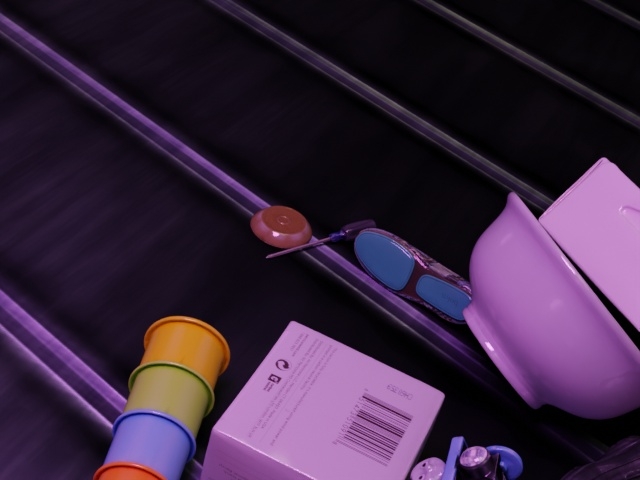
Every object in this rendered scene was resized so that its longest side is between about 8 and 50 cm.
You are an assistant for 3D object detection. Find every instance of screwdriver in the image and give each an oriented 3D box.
[{"bbox_3d":[0.000,0.000,1.377,0.170,0.024,0.025,-15,18,-25],"label":"screwdriver"}]

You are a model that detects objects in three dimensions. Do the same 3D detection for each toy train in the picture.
[{"bbox_3d":[0.147,0.264,0.966,0.105,0.184,0.080,-13,29,25],"label":"toy train"}]

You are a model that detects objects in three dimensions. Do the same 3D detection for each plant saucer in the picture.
[{"bbox_3d":[-0.050,-0.022,1.384,0.084,0.015,0.083,10,39,-8],"label":"plant saucer"}]

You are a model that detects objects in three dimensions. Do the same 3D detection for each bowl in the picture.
[{"bbox_3d":[0.258,0.099,1.204,0.298,0.134,0.298,50,8,-10],"label":"bowl"}]

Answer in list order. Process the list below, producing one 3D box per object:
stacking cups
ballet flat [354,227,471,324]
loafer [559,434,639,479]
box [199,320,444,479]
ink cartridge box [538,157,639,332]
[{"bbox_3d":[-0.164,0.206,0.992,0.096,0.096,0.316,16,37,-1],"label":"stacking cups"},{"bbox_3d":[0.127,0.046,1.338,0.188,0.070,0.070,37,42,21],"label":"ballet flat"},{"bbox_3d":[0.302,0.272,1.098,0.223,0.076,0.078,-17,41,-40],"label":"loafer"},{"bbox_3d":[0.001,0.205,1.037,0.182,0.119,0.181,24,39,11],"label":"box"},{"bbox_3d":[0.408,0.045,1.277,0.273,0.115,0.198,33,17,-50],"label":"ink cartridge box"}]
